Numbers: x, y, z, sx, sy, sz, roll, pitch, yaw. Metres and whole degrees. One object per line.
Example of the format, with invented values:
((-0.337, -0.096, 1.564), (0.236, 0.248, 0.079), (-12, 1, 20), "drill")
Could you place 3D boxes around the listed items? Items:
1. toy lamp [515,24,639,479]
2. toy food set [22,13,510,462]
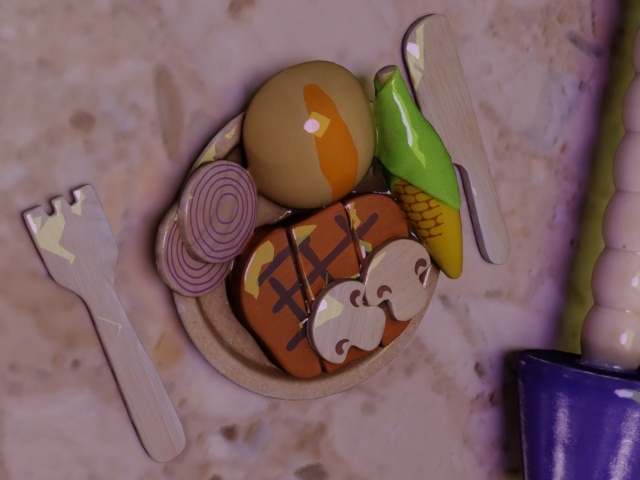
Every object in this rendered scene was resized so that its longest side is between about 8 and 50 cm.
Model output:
((0.137, -0.015, 0.494), (0.080, 0.080, 0.275), (10, 91, -31), "toy lamp")
((0.000, 0.000, 0.437), (0.192, 0.038, 0.132), (-30, 112, -22), "toy food set")
